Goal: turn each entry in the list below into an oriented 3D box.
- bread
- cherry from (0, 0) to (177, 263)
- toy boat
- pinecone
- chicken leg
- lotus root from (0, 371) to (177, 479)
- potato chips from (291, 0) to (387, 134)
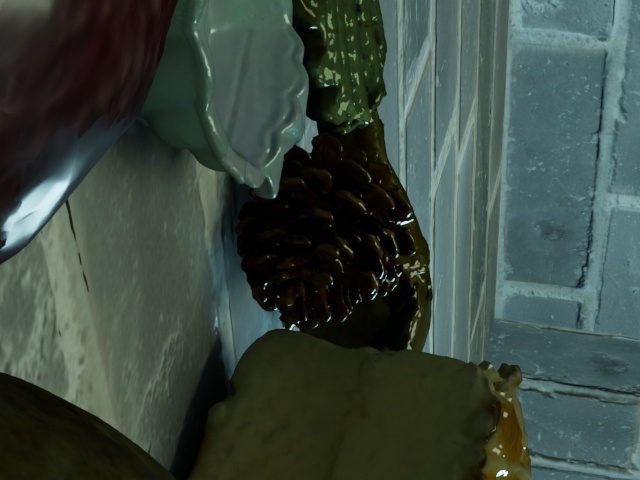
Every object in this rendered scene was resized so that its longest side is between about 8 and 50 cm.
[{"bbox_3d":[0.024,0.308,1.172,0.390,0.279,0.371,76,26,-58],"label":"bread"},{"bbox_3d":[-0.147,-0.106,0.370,0.300,0.203,0.230,66,32,-40],"label":"cherry"},{"bbox_3d":[-0.073,-0.134,0.896,0.290,0.100,0.199,70,31,-62],"label":"toy boat"},{"bbox_3d":[0.000,0.000,1.164,0.173,0.173,0.173,7,90,-77],"label":"pinecone"},{"bbox_3d":[0.035,-0.020,1.359,0.211,0.140,0.361,143,-57,-62],"label":"chicken leg"},{"bbox_3d":[-0.142,0.164,0.490,0.346,0.250,0.250,70,29,-73],"label":"lotus root"},{"bbox_3d":[0.009,-0.302,1.102,0.358,0.070,0.429,-20,108,-81],"label":"potato chips"}]
